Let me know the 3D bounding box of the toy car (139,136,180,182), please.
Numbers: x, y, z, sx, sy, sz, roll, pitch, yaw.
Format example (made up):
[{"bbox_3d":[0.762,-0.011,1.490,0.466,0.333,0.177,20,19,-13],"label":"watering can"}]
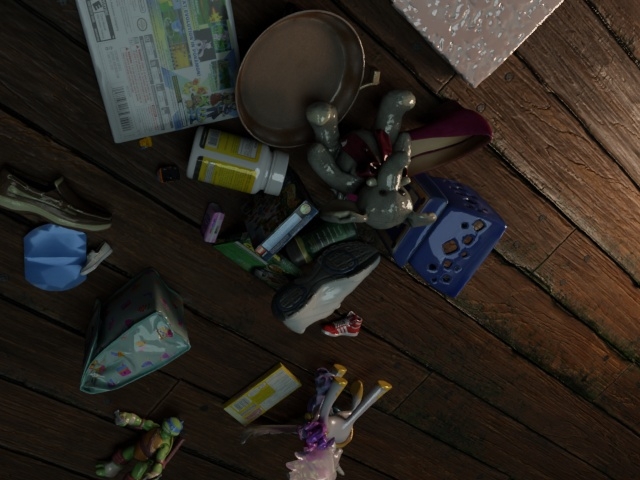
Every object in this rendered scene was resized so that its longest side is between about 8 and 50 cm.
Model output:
[{"bbox_3d":[-0.359,-0.180,1.694,0.040,0.060,0.122,-6,114,36],"label":"toy car"}]

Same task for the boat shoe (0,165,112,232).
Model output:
[{"bbox_3d":[-0.566,-0.091,1.628,0.257,0.095,0.095,16,108,-27],"label":"boat shoe"}]

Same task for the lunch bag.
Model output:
[{"bbox_3d":[-0.455,0.221,1.781,0.262,0.223,0.160,-33,120,4],"label":"lunch bag"}]

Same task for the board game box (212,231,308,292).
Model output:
[{"bbox_3d":[-0.130,0.063,1.870,0.259,0.136,0.030,40,59,-35],"label":"board game box"}]

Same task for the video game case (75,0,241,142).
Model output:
[{"bbox_3d":[-0.318,-0.385,1.572,0.300,0.036,0.329,-14,123,-11],"label":"video game case"}]

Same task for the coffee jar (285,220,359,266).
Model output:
[{"bbox_3d":[0.000,0.000,1.888,0.184,0.096,0.079,-26,90,-4],"label":"coffee jar"}]

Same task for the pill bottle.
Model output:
[{"bbox_3d":[-0.181,-0.170,1.673,0.208,0.119,0.119,14,116,-8],"label":"pill bottle"}]

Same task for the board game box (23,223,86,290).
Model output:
[{"bbox_3d":[-0.602,0.033,1.728,0.133,0.033,0.169,-1,113,-19],"label":"board game box"}]

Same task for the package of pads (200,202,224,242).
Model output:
[{"bbox_3d":[-0.256,-0.042,1.796,0.032,0.050,0.083,8,117,-30],"label":"package of pads"}]

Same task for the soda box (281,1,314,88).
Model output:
[{"bbox_3d":[-0.071,-0.417,1.630,0.060,0.053,0.169,14,114,-27],"label":"soda box"}]

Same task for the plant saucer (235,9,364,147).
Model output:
[{"bbox_3d":[-0.048,-0.346,1.621,0.310,0.050,0.311,-19,133,-22],"label":"plant saucer"}]

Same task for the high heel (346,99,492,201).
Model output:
[{"bbox_3d":[0.219,-0.189,1.799,0.377,0.181,0.127,-40,126,6],"label":"high heel"}]

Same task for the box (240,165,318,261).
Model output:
[{"bbox_3d":[-0.099,-0.070,1.724,0.159,0.233,0.044,-44,118,9],"label":"box"}]

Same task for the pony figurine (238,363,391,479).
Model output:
[{"bbox_3d":[0.000,0.535,2.133,0.351,0.303,0.363,15,103,-42],"label":"pony figurine"}]

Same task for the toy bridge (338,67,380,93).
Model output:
[{"bbox_3d":[0.047,-0.360,1.726,0.188,0.026,0.063,-3,124,-19],"label":"toy bridge"}]

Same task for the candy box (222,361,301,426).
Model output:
[{"bbox_3d":[-0.164,0.434,2.140,0.206,0.027,0.105,-37,129,4],"label":"candy box"}]

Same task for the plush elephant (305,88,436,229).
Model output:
[{"bbox_3d":[0.118,-0.139,1.667,0.271,0.255,0.330,-7,123,-29],"label":"plush elephant"}]

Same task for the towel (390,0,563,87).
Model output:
[{"bbox_3d":[0.358,-0.554,1.705,0.317,0.053,0.332,-45,124,11],"label":"towel"}]

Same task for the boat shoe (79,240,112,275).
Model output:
[{"bbox_3d":[-0.518,0.039,1.736,0.100,0.035,0.035,-50,121,-37],"label":"boat shoe"}]

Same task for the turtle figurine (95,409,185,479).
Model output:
[{"bbox_3d":[-0.504,0.564,1.997,0.198,0.275,0.266,42,107,0],"label":"turtle figurine"}]

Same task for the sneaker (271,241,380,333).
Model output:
[{"bbox_3d":[0.020,0.112,1.846,0.297,0.111,0.129,-34,141,-4],"label":"sneaker"}]

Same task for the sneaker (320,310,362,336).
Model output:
[{"bbox_3d":[0.060,0.229,2.085,0.118,0.042,0.067,4,123,-31],"label":"sneaker"}]

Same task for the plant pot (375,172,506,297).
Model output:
[{"bbox_3d":[0.279,-0.035,1.894,0.212,0.236,0.236,24,110,-24],"label":"plant pot"}]
